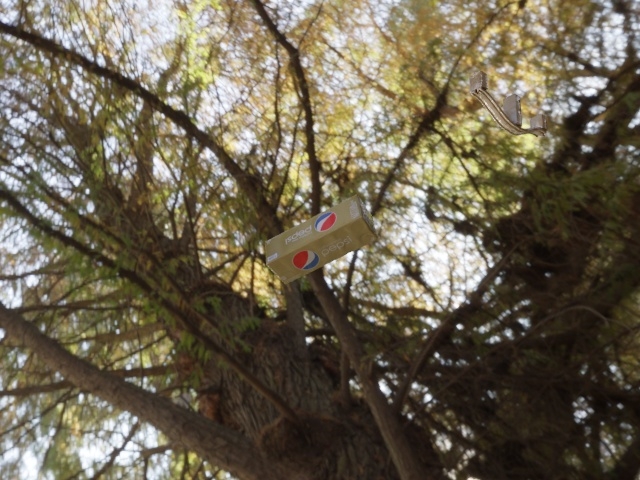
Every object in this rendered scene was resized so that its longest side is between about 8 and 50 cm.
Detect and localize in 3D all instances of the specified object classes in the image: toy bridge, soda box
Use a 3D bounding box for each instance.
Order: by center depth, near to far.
[{"bbox_3d":[0.310,-0.204,0.888,0.188,0.063,0.026,19,-27,-34],"label":"toy bridge"},{"bbox_3d":[0.000,0.000,0.908,0.181,0.058,0.061,-26,-50,16],"label":"soda box"}]
